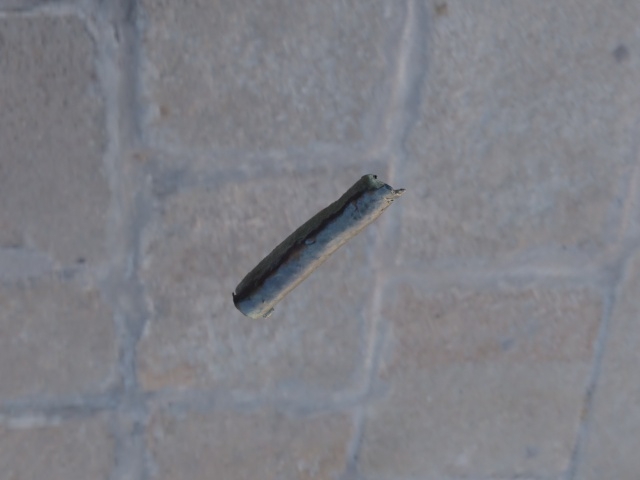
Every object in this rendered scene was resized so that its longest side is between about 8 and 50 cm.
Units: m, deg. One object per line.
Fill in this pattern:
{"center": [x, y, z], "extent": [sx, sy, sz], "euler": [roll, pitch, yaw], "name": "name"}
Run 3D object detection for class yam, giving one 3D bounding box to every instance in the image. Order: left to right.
{"center": [0.000, 0.000, 0.828], "extent": [0.129, 0.027, 0.033], "euler": [-40, 159, 34], "name": "yam"}
